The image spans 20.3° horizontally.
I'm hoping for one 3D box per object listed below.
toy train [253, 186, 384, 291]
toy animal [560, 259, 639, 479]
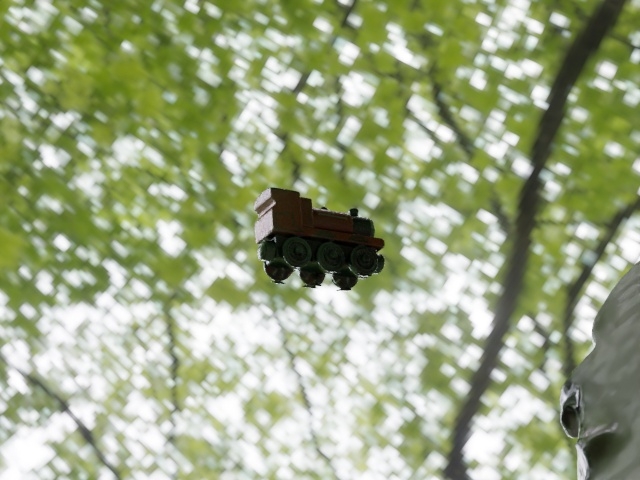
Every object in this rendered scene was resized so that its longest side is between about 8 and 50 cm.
[{"bbox_3d":[0.000,0.000,1.331,0.103,0.044,0.064,9,-117,-25],"label":"toy train"},{"bbox_3d":[0.217,0.085,0.805,0.156,0.208,0.204,38,-67,-14],"label":"toy animal"}]
